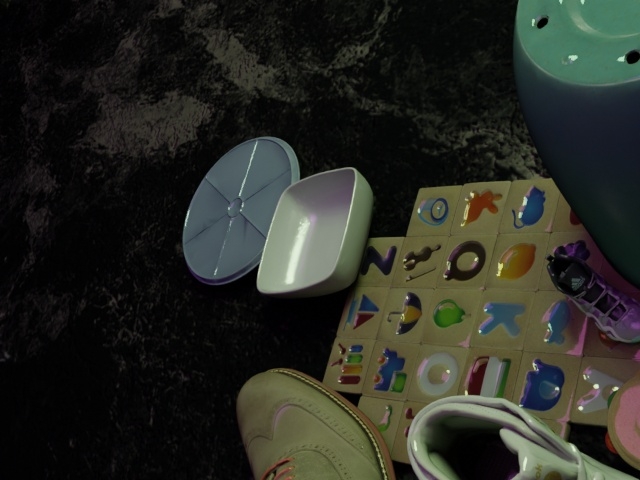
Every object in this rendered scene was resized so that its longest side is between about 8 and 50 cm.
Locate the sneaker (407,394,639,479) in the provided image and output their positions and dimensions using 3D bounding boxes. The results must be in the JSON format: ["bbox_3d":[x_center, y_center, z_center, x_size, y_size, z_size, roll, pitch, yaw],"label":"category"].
[{"bbox_3d":[0.185,0.194,0.622,0.292,0.169,0.108,19,81,44],"label":"sneaker"}]

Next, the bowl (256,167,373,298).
[{"bbox_3d":[0.000,0.000,1.022,0.142,0.053,0.142,-11,57,48],"label":"bowl"}]

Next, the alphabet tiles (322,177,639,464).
[{"bbox_3d":[0.147,0.073,0.868,0.342,0.011,0.285,-2,64,45],"label":"alphabet tiles"}]

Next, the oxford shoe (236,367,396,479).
[{"bbox_3d":[-0.006,0.223,0.822,0.123,0.130,0.348,-56,41,12],"label":"oxford shoe"}]

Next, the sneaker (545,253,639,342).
[{"bbox_3d":[0.215,0.042,0.754,0.038,0.069,0.098,-54,40,5],"label":"sneaker"}]

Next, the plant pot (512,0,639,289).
[{"bbox_3d":[0.276,-0.124,0.678,0.293,0.235,0.293,-23,50,31],"label":"plant pot"}]

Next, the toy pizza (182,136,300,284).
[{"bbox_3d":[-0.095,-0.035,1.166,0.201,0.032,0.201,-24,51,34],"label":"toy pizza"}]

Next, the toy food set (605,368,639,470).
[{"bbox_3d":[0.253,0.135,0.702,0.082,0.020,0.083,-45,52,3],"label":"toy food set"}]
